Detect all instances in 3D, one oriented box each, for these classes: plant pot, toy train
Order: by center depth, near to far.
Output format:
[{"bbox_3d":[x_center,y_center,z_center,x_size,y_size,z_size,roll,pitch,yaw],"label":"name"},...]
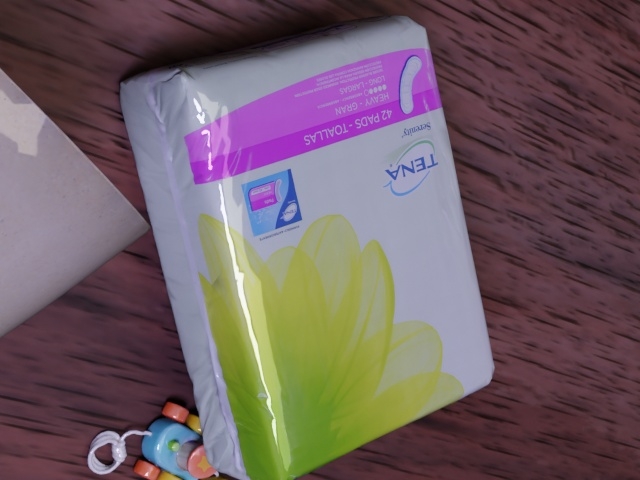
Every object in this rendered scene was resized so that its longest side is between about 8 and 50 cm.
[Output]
[{"bbox_3d":[-0.279,-0.003,0.922,0.274,0.256,0.256,-45,128,-4],"label":"plant pot"},{"bbox_3d":[-0.105,0.203,1.239,0.125,0.046,0.166,-29,119,-35],"label":"toy train"}]

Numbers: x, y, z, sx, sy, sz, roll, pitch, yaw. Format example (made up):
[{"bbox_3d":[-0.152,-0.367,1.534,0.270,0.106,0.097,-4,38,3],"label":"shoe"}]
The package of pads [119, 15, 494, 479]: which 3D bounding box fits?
[{"bbox_3d":[0.000,0.000,1.226,0.229,0.101,0.296,-20,103,-38],"label":"package of pads"}]
